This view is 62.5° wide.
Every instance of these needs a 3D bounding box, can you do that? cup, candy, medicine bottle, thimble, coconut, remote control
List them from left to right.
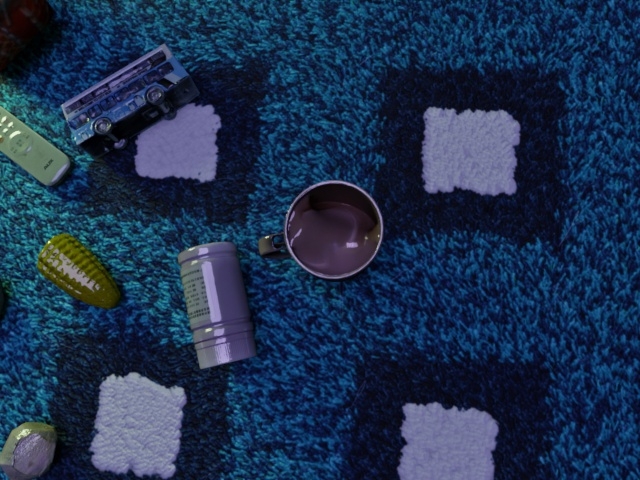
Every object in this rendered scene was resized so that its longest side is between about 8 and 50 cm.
[{"bbox_3d":[-0.811,-0.576,1.182,0.350,0.350,0.231,40,84,9],"label":"thimble"},{"bbox_3d":[-0.726,-0.239,1.267,0.309,0.038,0.090,37,84,9],"label":"remote control"},{"bbox_3d":[-0.615,0.452,1.110,0.110,0.110,0.125,12,77,5],"label":"coconut"},{"bbox_3d":[-0.531,0.080,1.178,0.198,0.094,0.106,38,79,3],"label":"candy"},{"bbox_3d":[-0.219,0.137,1.128,0.133,0.133,0.250,-15,80,1],"label":"medicine bottle"},{"bbox_3d":[0.000,0.000,1.101,0.252,0.200,0.192,-12,80,0],"label":"cup"}]

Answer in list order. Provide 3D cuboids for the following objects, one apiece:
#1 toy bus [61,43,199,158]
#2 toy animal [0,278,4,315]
[{"bbox_3d":[-0.442,-0.323,1.232,0.297,0.106,0.131,-32,78,-4],"label":"toy bus"},{"bbox_3d":[-0.780,0.192,1.194,0.079,0.070,0.253,32,97,43],"label":"toy animal"}]
